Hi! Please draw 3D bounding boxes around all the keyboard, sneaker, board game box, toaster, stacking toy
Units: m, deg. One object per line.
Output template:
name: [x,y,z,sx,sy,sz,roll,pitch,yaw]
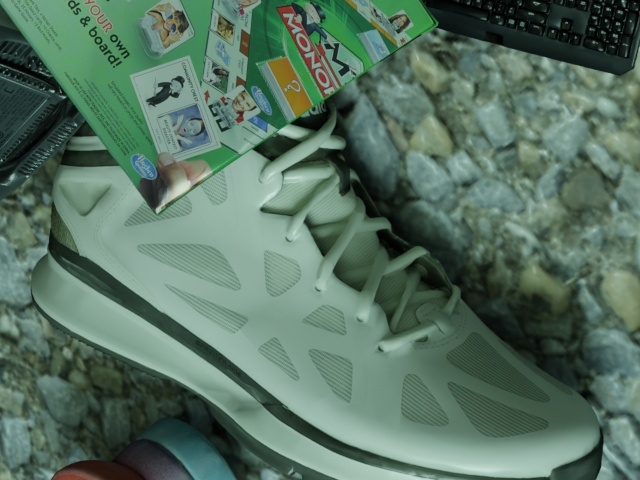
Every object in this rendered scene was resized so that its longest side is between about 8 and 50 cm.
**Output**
keyboard: [0.118,-0.174,0.891,0.192,0.038,0.100,17,113,19]
sneaker: [-0.001,0.000,0.928,0.448,0.169,0.257,23,117,21]
board game box: [-0.104,-0.203,0.826,0.213,0.046,0.317,-34,103,5]
toaster: [-0.234,-0.139,0.972,0.227,0.129,0.146,-37,45,42]
stacking toy: [-0.098,0.298,1.139,0.309,0.130,0.279,59,146,2]
